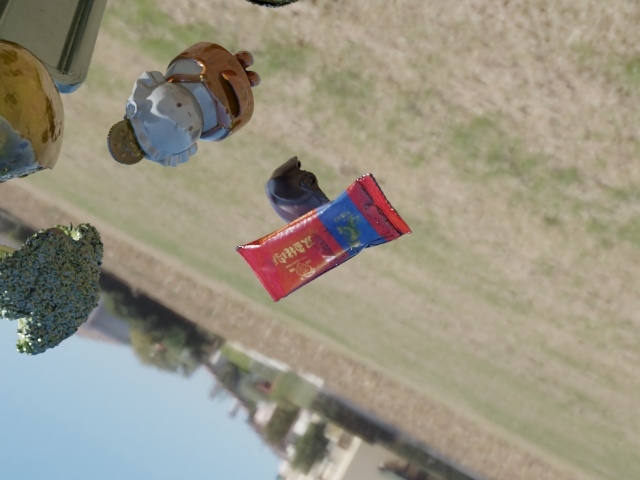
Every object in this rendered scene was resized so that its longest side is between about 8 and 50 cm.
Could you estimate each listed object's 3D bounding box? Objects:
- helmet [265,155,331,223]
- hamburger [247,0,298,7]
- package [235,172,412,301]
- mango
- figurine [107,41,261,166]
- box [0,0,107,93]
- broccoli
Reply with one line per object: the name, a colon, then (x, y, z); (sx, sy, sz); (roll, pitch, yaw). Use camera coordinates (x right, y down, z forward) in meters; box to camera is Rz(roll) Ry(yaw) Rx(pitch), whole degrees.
helmet: (-0.035, -0.060, 1.604); (0.123, 0.070, 0.098); (52, 168, 33)
hamburger: (-0.067, -0.433, 1.605); (0.191, 0.118, 0.182); (-14, 146, 35)
package: (0.000, 0.000, 1.200); (0.200, 0.022, 0.083); (-28, 111, 30)
mango: (-0.366, -0.146, 1.271); (0.130, 0.167, 0.262); (-1, 180, -2)
figurine: (-0.193, -0.188, 1.519); (0.143, 0.271, 0.143); (43, 152, 30)
box: (-0.444, -0.283, 1.578); (0.175, 0.182, 0.312); (31, -148, -24)
broccoli: (-0.565, 0.062, 1.872); (0.361, 0.252, 0.221); (-4, 132, 11)
